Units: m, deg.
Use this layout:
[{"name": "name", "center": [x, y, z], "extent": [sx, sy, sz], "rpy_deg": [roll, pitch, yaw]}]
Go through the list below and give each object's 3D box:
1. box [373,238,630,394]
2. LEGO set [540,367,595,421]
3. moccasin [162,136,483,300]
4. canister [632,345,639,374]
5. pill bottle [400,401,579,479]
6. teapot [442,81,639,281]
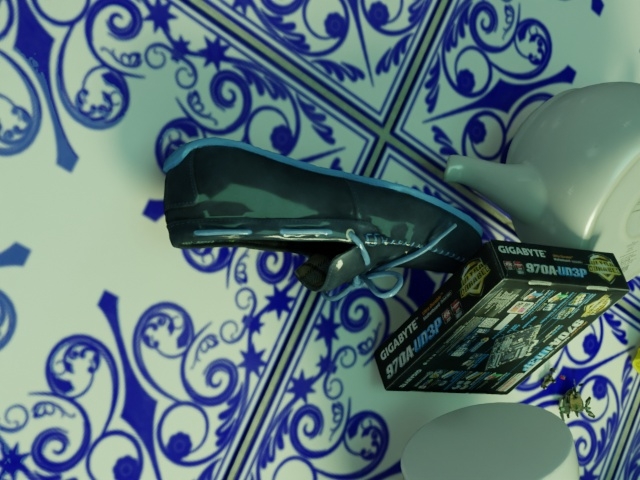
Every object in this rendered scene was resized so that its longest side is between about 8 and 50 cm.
[{"name": "box", "center": [0.186, 0.087, 1.249], "extent": [0.175, 0.220, 0.051], "rpy_deg": [6, 51, -32]}, {"name": "LEGO set", "center": [0.294, 0.187, 1.433], "extent": [0.054, 0.023, 0.083], "rpy_deg": [-37, 97, -29]}, {"name": "moccasin", "center": [0.000, 0.000, 1.182], "extent": [0.342, 0.138, 0.117], "rpy_deg": [13, 70, -19]}, {"name": "canister", "center": [0.482, 0.120, 1.518], "extent": [0.126, 0.073, 0.170], "rpy_deg": [45, 67, -26]}, {"name": "pill bottle", "center": [0.200, 0.364, 1.233], "extent": [0.210, 0.210, 0.363], "rpy_deg": [-27, 114, -29]}, {"name": "teapot", "center": [0.299, -0.081, 1.339], "extent": [0.252, 0.187, 0.256], "rpy_deg": [-48, 143, -2]}]
